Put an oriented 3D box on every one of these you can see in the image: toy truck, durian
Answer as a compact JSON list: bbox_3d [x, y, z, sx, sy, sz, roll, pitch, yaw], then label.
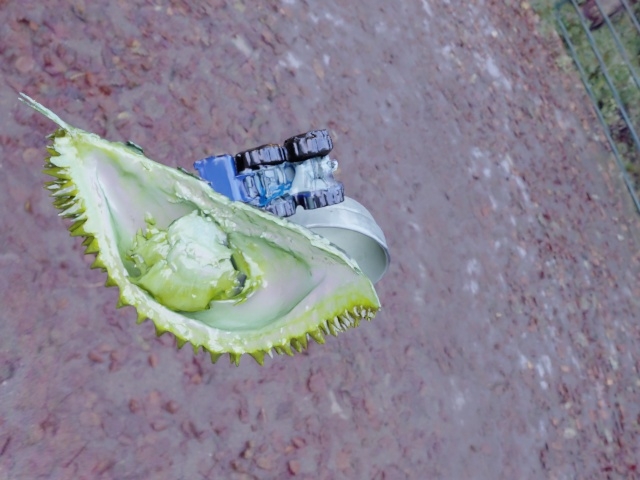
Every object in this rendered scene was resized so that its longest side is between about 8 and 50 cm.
[{"bbox_3d":[-0.078,-0.088,0.933,0.208,0.126,0.113,-15,98,-16],"label":"toy truck"},{"bbox_3d":[-0.111,-0.002,0.602,0.355,0.170,0.157,28,36,6],"label":"durian"}]

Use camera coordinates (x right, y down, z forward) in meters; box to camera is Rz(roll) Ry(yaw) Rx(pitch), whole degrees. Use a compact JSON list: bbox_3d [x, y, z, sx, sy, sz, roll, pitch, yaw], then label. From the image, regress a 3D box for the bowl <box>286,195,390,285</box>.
[{"bbox_3d":[0.000,0.000,1.456,0.307,0.307,0.164,22,46,-33],"label":"bowl"}]
